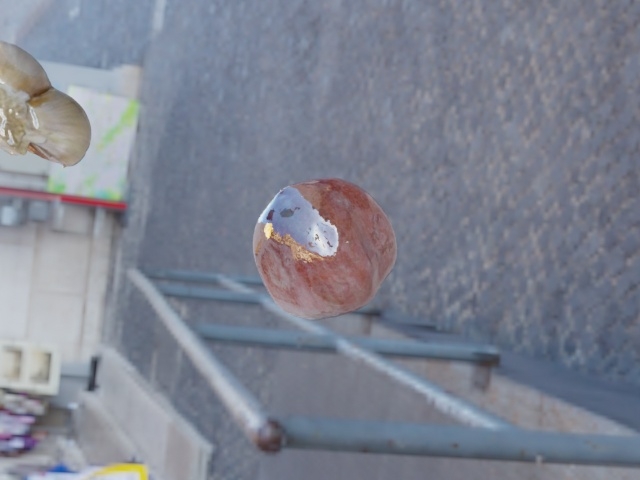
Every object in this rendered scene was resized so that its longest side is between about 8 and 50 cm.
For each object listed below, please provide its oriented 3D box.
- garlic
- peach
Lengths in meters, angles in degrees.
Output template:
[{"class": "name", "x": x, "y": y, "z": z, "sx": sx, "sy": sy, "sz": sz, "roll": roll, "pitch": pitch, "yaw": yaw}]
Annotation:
[{"class": "garlic", "x": -0.341, "y": -0.145, "z": 1.493, "sx": 0.124, "sy": 0.174, "sz": 0.099, "roll": -58, "pitch": 15, "yaw": -25}, {"class": "peach", "x": 0.000, "y": 0.000, "z": 1.385, "sx": 0.152, "sy": 0.152, "sz": 0.152, "roll": -174, "pitch": 90, "yaw": -71}]
